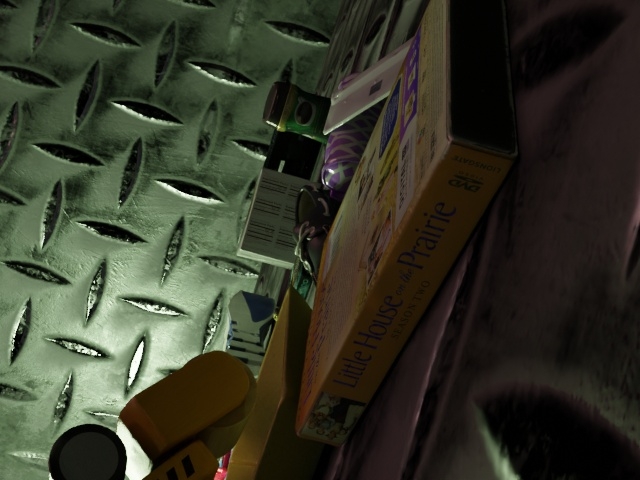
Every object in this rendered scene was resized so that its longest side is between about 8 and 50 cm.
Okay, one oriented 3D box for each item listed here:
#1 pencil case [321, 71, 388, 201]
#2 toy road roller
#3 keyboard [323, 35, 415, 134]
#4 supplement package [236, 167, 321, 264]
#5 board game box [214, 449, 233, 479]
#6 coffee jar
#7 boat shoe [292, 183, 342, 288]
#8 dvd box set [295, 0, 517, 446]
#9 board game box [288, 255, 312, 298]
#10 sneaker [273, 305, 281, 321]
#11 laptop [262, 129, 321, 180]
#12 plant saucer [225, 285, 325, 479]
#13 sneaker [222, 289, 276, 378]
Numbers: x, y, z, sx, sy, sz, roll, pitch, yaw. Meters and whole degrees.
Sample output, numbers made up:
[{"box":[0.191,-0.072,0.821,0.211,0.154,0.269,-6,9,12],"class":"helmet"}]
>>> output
[{"box":[0.052,-0.164,1.281,0.088,0.086,0.206,-45,25,47],"class":"pencil case"},{"box":[-0.192,0.330,1.123,0.329,0.240,0.202,-32,-20,-33],"class":"toy road roller"},{"box":[0.080,-0.217,1.158,0.256,0.014,0.072,-24,50,55],"class":"keyboard"},{"box":[-0.105,-0.048,2.040,0.194,0.149,0.203,148,138,-80],"class":"supplement package"},{"box":[-0.262,0.598,2.231,0.169,0.033,0.133,-173,99,-83],"class":"board game box"},{"box":[-0.017,-0.244,1.637,0.079,0.184,0.096,-115,43,-80],"class":"coffee jar"},{"box":[0.000,0.000,1.268,0.302,0.091,0.114,-95,25,-70],"class":"boat shoe"},{"box":[0.075,-0.028,0.857,0.307,0.062,0.420,-80,10,-47],"class":"dvd box set"},{"box":[-0.040,0.071,1.725,0.186,0.026,0.126,-84,13,-59],"class":"board game box"},{"box":[-0.087,0.172,1.828,0.083,0.035,0.031,-86,13,-63],"class":"sneaker"},{"box":[-0.085,-0.231,2.387,0.136,0.264,0.234,36,114,44],"class":"laptop"},{"box":[-0.058,0.273,1.133,0.333,0.081,0.332,-91,20,-70],"class":"plant saucer"},{"box":[-0.206,0.285,2.143,0.315,0.128,0.182,-84,15,-53],"class":"sneaker"}]
